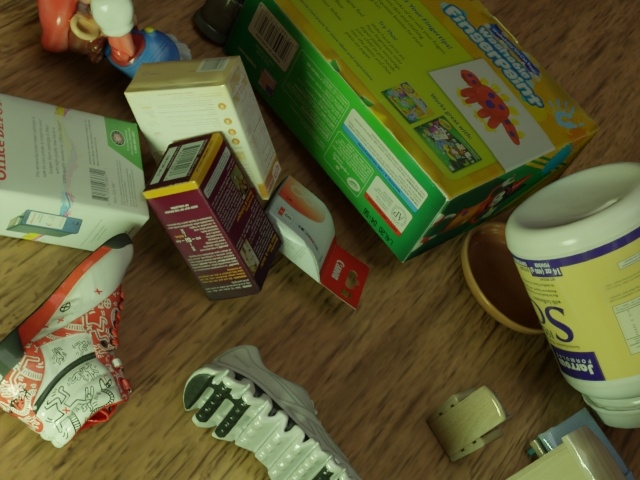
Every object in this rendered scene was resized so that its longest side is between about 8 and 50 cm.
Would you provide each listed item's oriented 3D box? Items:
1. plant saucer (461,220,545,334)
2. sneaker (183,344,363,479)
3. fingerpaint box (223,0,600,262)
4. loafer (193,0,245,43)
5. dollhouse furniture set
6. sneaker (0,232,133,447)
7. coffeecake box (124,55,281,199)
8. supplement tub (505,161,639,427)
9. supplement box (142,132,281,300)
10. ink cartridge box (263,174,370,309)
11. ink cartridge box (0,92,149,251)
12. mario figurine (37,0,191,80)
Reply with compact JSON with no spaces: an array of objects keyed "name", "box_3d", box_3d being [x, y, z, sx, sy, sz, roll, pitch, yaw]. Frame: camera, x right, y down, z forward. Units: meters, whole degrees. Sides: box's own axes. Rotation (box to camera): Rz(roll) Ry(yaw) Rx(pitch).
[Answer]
[{"name":"plant saucer","box_3d":[0.295,0.062,1.955,0.200,0.037,0.200,20,48,-24]},{"name":"sneaker","box_3d":[-0.027,0.240,1.523,0.292,0.110,0.118,46,33,0]},{"name":"fingerpaint box","box_3d":[0.137,-0.228,1.911,0.371,0.163,0.445,-26,68,-40]},{"name":"loafer","box_3d":[-0.093,-0.382,1.961,0.094,0.087,0.251,45,42,0]},{"name":"dollhouse furniture set","box_3d":[0.366,0.278,1.723,0.303,0.198,0.286,-16,69,-44]},{"name":"sneaker","box_3d":[-0.261,0.117,1.443,0.145,0.090,0.270,42,46,-4]},{"name":"coffeecake box","box_3d":[-0.148,-0.139,1.626,0.068,0.142,0.185,-69,150,-44]},{"name":"supplement tub","box_3d":[0.432,0.079,1.835,0.241,0.241,0.331,-44,115,-48]},{"name":"supplement box","box_3d":[-0.134,-0.028,1.597,0.188,0.080,0.104,62,32,-32]},{"name":"ink cartridge box","box_3d":[0.000,0.000,1.738,0.179,0.045,0.145,36,24,-6]},{"name":"ink cartridge box","box_3d":[-0.330,-0.082,1.541,0.212,0.093,0.154,12,51,-34]},{"name":"mario figurine","box_3d":[-0.234,-0.278,1.701,0.320,0.198,0.170,38,55,-13]}]
